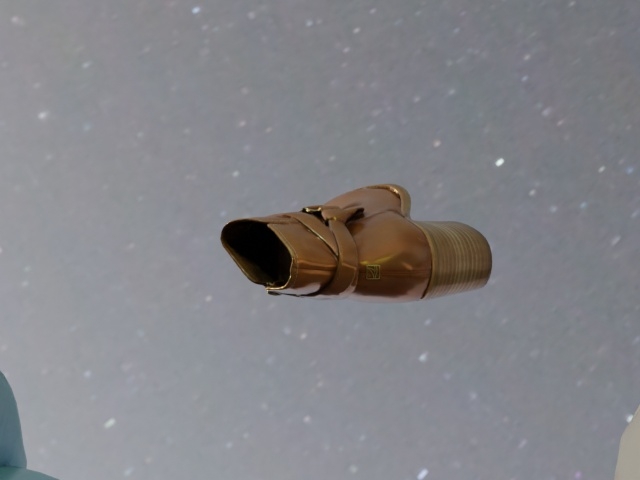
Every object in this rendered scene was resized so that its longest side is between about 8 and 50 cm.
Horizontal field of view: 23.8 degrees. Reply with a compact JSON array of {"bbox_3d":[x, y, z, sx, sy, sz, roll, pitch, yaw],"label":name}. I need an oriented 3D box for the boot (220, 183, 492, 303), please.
[{"bbox_3d":[0.000,0.000,1.011,0.197,0.152,0.073,9,-81,59],"label":"boot"}]

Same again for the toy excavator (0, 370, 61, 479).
[{"bbox_3d":[-0.111,0.246,0.535,0.445,0.222,0.433,9,-89,17],"label":"toy excavator"}]

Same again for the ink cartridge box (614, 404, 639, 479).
[{"bbox_3d":[0.314,0.192,0.875,0.270,0.198,0.197,15,-31,4],"label":"ink cartridge box"}]
